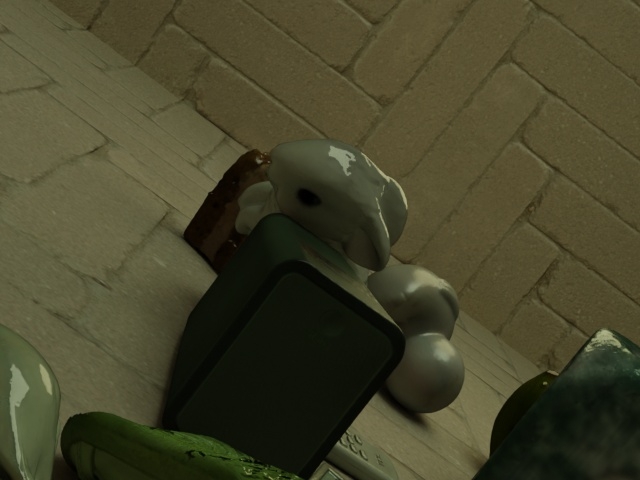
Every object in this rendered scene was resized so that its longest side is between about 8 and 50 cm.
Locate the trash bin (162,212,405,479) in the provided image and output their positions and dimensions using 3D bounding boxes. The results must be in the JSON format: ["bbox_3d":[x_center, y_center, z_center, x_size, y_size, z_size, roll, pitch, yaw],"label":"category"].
[{"bbox_3d":[-0.054,0.101,1.266,0.158,0.223,0.343,35,7,-13],"label":"trash bin"}]

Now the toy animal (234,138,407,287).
[{"bbox_3d":[0.000,0.000,1.536,0.257,0.194,0.357,38,-31,4],"label":"toy animal"}]

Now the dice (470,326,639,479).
[{"bbox_3d":[0.405,0.337,1.524,0.328,0.330,0.348,40,7,13],"label":"dice"}]

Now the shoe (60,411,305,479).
[{"bbox_3d":[-0.111,0.195,0.849,0.262,0.128,0.140,6,-26,43],"label":"shoe"}]

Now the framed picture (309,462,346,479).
[{"bbox_3d":[0.039,0.309,1.218,0.150,0.015,0.203,38,8,9],"label":"framed picture"}]

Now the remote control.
[{"bbox_3d":[0.017,0.248,1.410,0.190,0.029,0.087,36,9,-15],"label":"remote control"}]

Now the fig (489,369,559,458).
[{"bbox_3d":[0.377,0.326,1.852,0.202,0.225,0.203,13,7,-2],"label":"fig"}]

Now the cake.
[{"bbox_3d":[-0.049,0.016,1.846,0.293,0.199,0.196,45,9,37],"label":"cake"}]

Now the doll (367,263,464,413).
[{"bbox_3d":[0.147,0.170,1.871,0.221,0.221,0.251,47,-21,47],"label":"doll"}]

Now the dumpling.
[{"bbox_3d":[-0.234,0.130,0.776,0.229,0.124,0.151,50,-22,36],"label":"dumpling"}]
